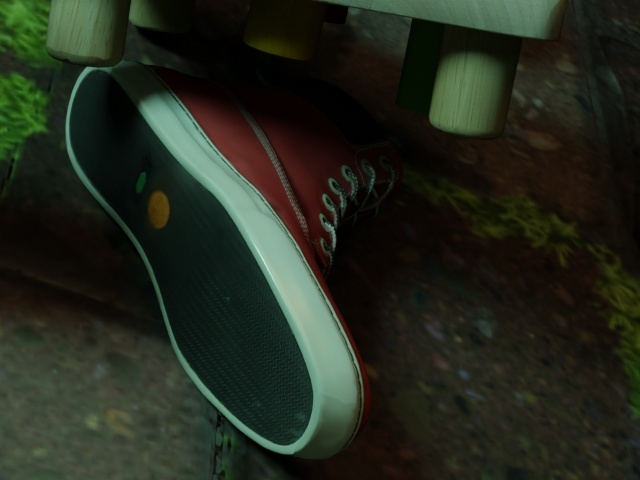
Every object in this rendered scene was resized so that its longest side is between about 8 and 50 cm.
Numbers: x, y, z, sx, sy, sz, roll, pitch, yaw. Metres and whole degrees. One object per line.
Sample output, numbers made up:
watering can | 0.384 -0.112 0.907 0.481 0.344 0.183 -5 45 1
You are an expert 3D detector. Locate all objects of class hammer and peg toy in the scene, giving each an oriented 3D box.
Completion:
hammer and peg toy | -0.005 -0.153 0.908 0.266 0.127 0.361 11 13 3

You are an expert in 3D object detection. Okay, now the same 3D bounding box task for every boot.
boot | 0.000 0.000 0.835 0.176 0.088 0.244 0 44 -38
